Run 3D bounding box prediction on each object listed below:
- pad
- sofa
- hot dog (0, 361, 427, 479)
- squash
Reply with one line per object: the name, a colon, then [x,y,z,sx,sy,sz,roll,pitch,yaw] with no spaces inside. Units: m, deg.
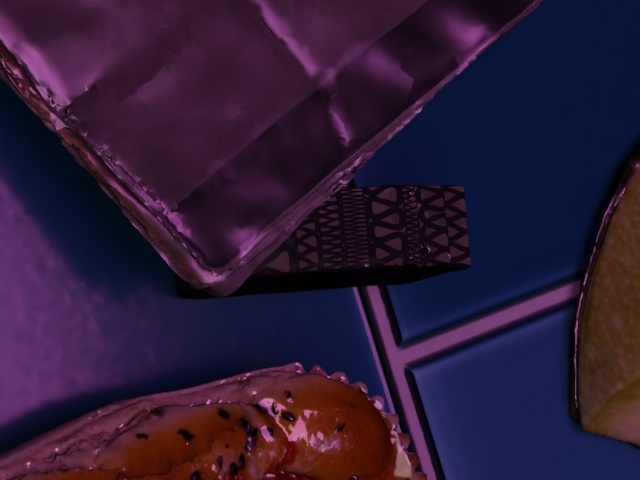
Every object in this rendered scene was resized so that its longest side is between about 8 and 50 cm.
pad: [-0.020,-0.108,0.663,0.233,0.022,0.174,-41,92,-23]
sofa: [0.000,0.000,0.692,0.118,0.060,0.039,-2,80,-25]
hot dog: [-0.074,0.137,0.641,0.268,0.075,0.144,-18,92,-28]
squash: [0.227,0.021,0.785,0.192,0.085,0.184,14,82,-26]
